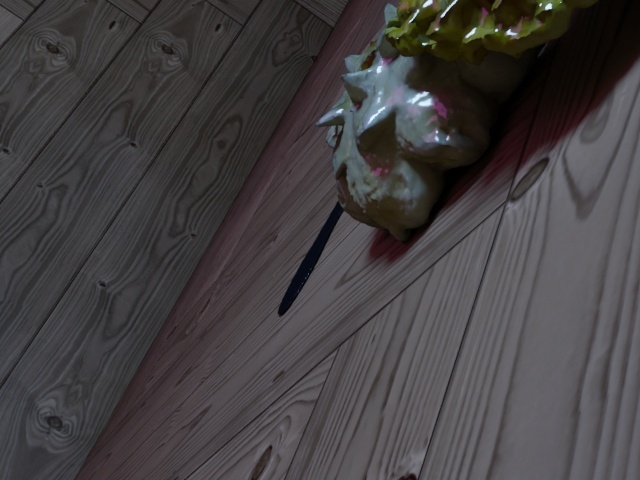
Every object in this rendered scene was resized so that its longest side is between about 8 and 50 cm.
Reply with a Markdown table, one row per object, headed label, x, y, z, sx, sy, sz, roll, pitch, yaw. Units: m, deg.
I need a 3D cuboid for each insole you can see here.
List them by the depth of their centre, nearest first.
| label | x | y | z | sx | sy | sz | roll | pitch | yaw |
| --- | --- | --- | --- | --- | --- | --- | --- | --- | --- |
| insole | 0.001 | 0.000 | 1.344 | 0.232 | 0.003 | 0.080 | -61 | 11 | -27 |

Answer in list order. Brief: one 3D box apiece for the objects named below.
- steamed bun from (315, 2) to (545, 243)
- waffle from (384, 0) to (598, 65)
| label | x | y | z | sx | sy | sz | roll | pitch | yaw |
| --- | --- | --- | --- | --- | --- | --- | --- | --- | --- |
| steamed bun | 0.089 | -0.149 | 1.003 | 0.296 | 0.137 | 0.292 | -60 | 9 | -13 |
| waffle | 0.191 | -0.247 | 0.799 | 0.307 | 0.060 | 0.312 | -16 | 33 | 42 |
